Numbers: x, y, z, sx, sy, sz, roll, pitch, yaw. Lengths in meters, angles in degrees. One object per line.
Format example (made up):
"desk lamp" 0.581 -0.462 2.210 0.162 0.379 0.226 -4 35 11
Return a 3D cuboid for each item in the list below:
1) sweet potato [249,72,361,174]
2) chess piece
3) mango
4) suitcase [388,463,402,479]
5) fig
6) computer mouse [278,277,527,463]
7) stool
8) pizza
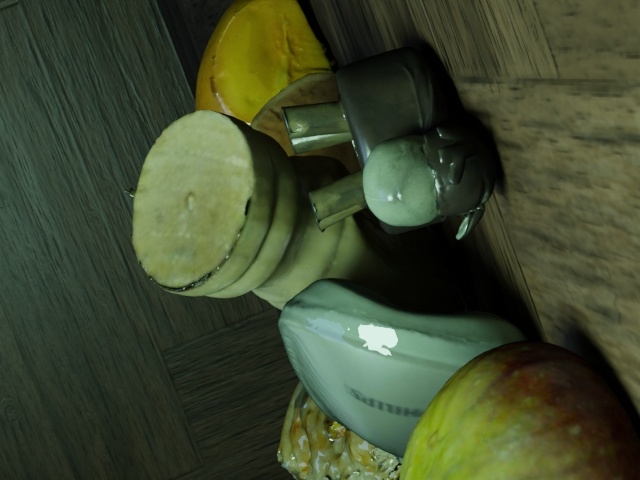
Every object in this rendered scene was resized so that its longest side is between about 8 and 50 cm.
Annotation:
"sweet potato" 0.007 -0.016 1.561 0.337 0.131 0.131 80 167 -60
"chess piece" 0.000 0.000 1.323 0.301 0.137 0.137 18 -144 -46
"mango" -0.058 -0.133 1.671 0.257 0.138 0.187 110 151 -72
"suitcase" 0.072 0.344 1.809 0.143 0.235 0.194 38 161 23
"fig" 0.086 0.160 1.046 0.143 0.230 0.160 -105 -5 -82
"computer mouse" 0.068 0.120 1.291 0.331 0.197 0.095 72 -144 -65
"stool" 0.047 -0.055 1.161 0.217 0.121 0.125 -114 7 -67
"pizza" 0.030 0.189 1.718 0.071 0.189 0.297 26 -178 -21
